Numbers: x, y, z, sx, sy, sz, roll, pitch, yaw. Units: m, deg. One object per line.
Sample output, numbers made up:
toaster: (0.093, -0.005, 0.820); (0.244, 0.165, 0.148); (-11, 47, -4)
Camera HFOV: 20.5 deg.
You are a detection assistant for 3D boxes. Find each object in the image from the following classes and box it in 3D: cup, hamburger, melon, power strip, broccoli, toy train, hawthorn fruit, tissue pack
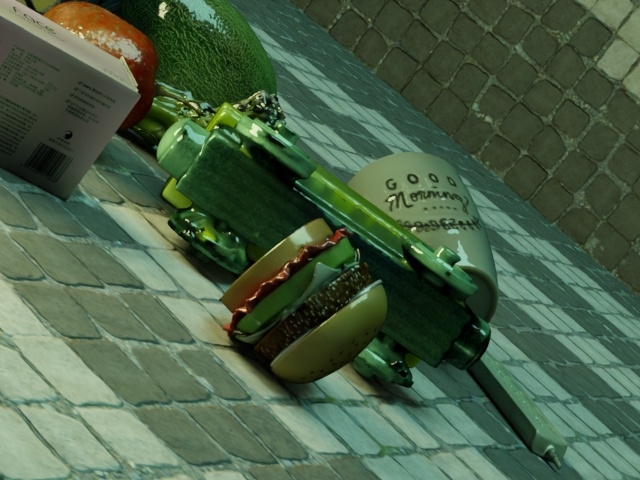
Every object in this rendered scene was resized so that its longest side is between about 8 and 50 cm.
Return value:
cup: (0.100, 0.019, 2.316); (0.258, 0.186, 0.234); (3, 34, -17)
hamburger: (-0.010, 0.070, 1.818); (0.137, 0.175, 0.175); (52, 14, 4)
melon: (-0.179, -0.252, 2.405); (0.287, 0.182, 0.182); (51, 8, -20)
power strip: (0.253, 0.214, 2.291); (0.060, 0.027, 0.252); (28, 16, -36)
broccoli: (-0.193, -0.161, 2.232); (0.304, 0.145, 0.165); (21, 9, -13)
toy train: (0.000, 0.000, 2.073); (0.442, 0.179, 0.272); (35, 5, -7)
hawthorn fruit: (-0.243, -0.190, 2.050); (0.204, 0.162, 0.162); (12, 11, 7)
tissue pack: (-0.326, -0.167, 1.815); (0.246, 0.148, 0.092); (30, 16, -30)

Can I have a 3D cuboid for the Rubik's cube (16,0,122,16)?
Rubik's cube: (-0.372, -0.401, 2.253); (0.264, 0.319, 0.319); (65, 15, 1)
